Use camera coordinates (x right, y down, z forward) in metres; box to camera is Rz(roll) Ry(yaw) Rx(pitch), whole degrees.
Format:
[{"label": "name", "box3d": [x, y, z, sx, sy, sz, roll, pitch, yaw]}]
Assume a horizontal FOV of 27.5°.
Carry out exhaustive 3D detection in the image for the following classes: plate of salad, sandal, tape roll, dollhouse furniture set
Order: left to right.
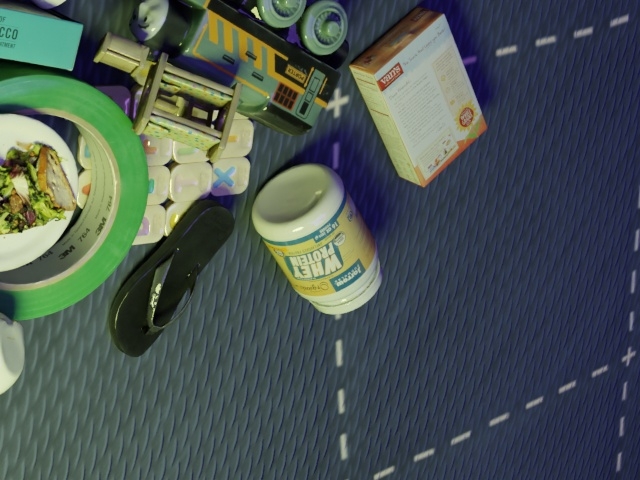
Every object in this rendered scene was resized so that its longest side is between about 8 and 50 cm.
[{"label": "plate of salad", "box3d": [-0.378, -0.052, 1.561, 0.199, 0.048, 0.200, -15, 119, -30]}, {"label": "tape roll", "box3d": [-0.375, -0.061, 1.640, 0.321, 0.077, 0.321, -15, 118, -29]}, {"label": "dollhouse furniture set", "box3d": [-0.219, -0.164, 1.668, 0.181, 0.161, 0.101, 20, 73, -19]}, {"label": "sandal", "box3d": [-0.210, 0.057, 1.837, 0.097, 0.054, 0.254, 29, 98, -46]}]

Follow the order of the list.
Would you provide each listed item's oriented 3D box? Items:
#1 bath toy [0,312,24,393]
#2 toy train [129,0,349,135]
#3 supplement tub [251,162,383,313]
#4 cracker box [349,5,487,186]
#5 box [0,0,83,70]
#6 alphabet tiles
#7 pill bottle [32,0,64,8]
[{"label": "bath toy", "box3d": [-0.464, 0.090, 1.477, 0.348, 0.129, 0.151, 47, 35, -65]}, {"label": "toy train", "box3d": [-0.101, -0.273, 1.728, 0.334, 0.142, 0.190, 26, 86, -42]}, {"label": "supplement tub", "box3d": [0.000, 0.000, 1.938, 0.144, 0.144, 0.200, -44, 130, -15]}, {"label": "cracker box", "box3d": [0.155, -0.221, 2.020, 0.155, 0.067, 0.232, -42, 131, -18]}, {"label": "box", "box3d": [-0.410, -0.255, 1.522, 0.244, 0.100, 0.060, 5, 107, -40]}, {"label": "alphabet tiles", "box3d": [-0.205, -0.133, 1.797, 0.278, 0.021, 0.284, -6, 113, -37]}, {"label": "pill bottle", "box3d": [-0.358, -0.356, 1.513, 0.108, 0.108, 0.180, -53, 132, -8]}]
